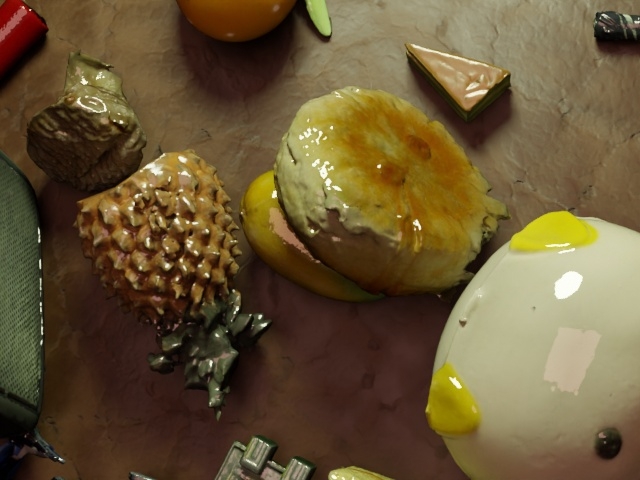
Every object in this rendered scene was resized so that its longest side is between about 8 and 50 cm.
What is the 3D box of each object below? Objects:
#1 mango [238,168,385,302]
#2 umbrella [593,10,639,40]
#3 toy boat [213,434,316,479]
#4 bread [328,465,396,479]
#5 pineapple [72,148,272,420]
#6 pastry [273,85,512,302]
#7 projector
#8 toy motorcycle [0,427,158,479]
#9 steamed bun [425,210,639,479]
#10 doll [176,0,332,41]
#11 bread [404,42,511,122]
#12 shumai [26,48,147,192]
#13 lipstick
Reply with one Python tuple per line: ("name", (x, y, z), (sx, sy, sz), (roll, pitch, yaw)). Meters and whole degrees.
("mango", (0.000, 0.000, 1.619), (0.251, 0.114, 0.156), (42, 51, -3))
("umbrella", (0.478, -0.300, 1.623), (0.188, 0.046, 0.050), (6, 102, 9))
("toy boat", (-0.120, 0.429, 1.588), (0.141, 0.092, 0.319), (27, 88, 13))
("bread", (0.037, 0.422, 1.482), (0.198, 0.263, 0.236), (37, 90, 15))
("pineapple", (-0.184, 0.067, 1.607), (0.223, 0.223, 0.357), (-25, 90, 5))
("pastry", (0.082, -0.069, 1.544), (0.329, 0.330, 0.136), (50, 130, 12))
("projector", (-0.601, 0.091, 1.611), (0.395, 0.242, 0.405), (-10, 68, 6))
("toy motorcycle", (-0.380, 0.369, 1.630), (0.359, 0.125, 0.212), (19, 77, 9))
("steamed bun", (0.312, 0.157, 1.448), (0.334, 0.334, 0.373), (27, 85, 12))
("doll", (-0.098, -0.390, 1.672), (0.236, 0.213, 0.213), (-5, 78, -35))
("bread", (0.194, -0.248, 1.648), (0.084, 0.074, 0.139), (-42, 76, 1))
("shumai", (-0.325, -0.180, 1.678), (0.166, 0.206, 0.175), (29, 55, -20))
("lipstick", (-0.517, -0.264, 1.759), (0.080, 0.080, 0.241), (42, 89, 12))
